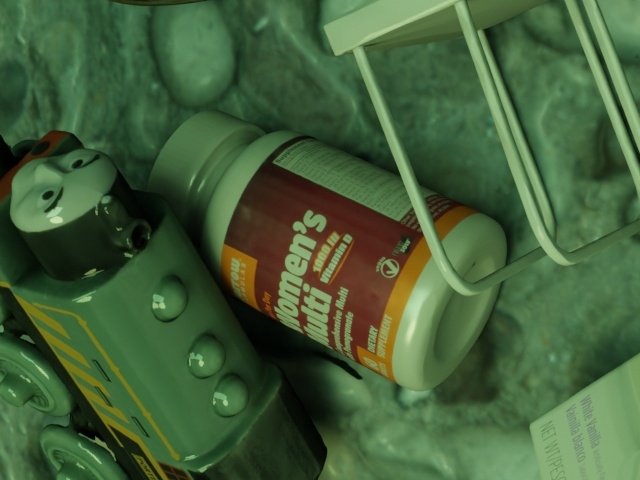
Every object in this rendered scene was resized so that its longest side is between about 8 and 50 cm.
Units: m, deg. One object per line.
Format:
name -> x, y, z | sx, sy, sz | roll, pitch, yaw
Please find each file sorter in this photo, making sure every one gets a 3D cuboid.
file sorter -> 0.185, -0.096, 0.759 | 0.278, 0.193, 0.173 | -20, 90, 30

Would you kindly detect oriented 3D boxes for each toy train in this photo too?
toy train -> -0.128, 0.067, 0.926 | 0.190, 0.142, 0.334 | 8, 137, 40

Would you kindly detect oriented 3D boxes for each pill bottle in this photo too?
pill bottle -> 0.000, 0.000, 0.916 | 0.221, 0.121, 0.121 | 26, 109, 24

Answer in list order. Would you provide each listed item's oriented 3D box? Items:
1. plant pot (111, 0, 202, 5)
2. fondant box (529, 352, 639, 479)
plant pot -> -0.092, -0.262, 0.917 | 0.167, 0.167, 0.165 | -21, 79, 30
fondant box -> 0.278, 0.123, 0.715 | 0.330, 0.096, 0.238 | -38, 37, 27
